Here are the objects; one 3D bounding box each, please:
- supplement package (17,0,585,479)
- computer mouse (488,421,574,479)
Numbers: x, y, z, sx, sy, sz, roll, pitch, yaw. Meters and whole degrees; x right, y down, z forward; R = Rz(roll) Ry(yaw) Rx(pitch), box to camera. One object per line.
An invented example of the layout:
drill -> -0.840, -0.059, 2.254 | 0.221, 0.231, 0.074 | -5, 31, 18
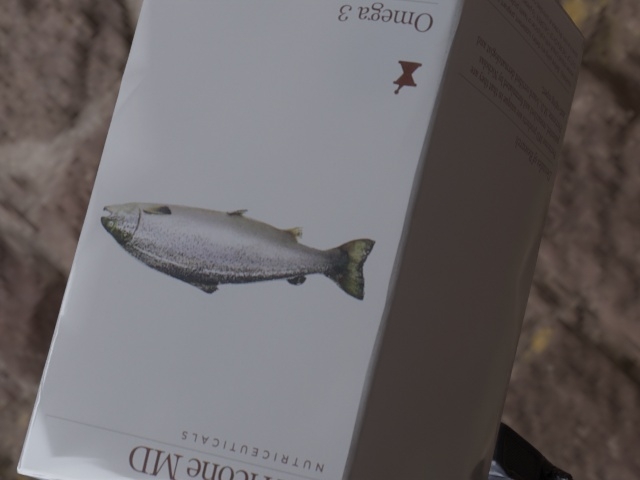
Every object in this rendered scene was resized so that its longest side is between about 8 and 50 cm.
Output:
supplement package -> 0.000, 0.000, 0.506 | 0.105, 0.179, 0.105 | 9, 170, 26
computer mouse -> 0.099, 0.114, 0.702 | 0.242, 0.041, 0.071 | 22, 162, 49
